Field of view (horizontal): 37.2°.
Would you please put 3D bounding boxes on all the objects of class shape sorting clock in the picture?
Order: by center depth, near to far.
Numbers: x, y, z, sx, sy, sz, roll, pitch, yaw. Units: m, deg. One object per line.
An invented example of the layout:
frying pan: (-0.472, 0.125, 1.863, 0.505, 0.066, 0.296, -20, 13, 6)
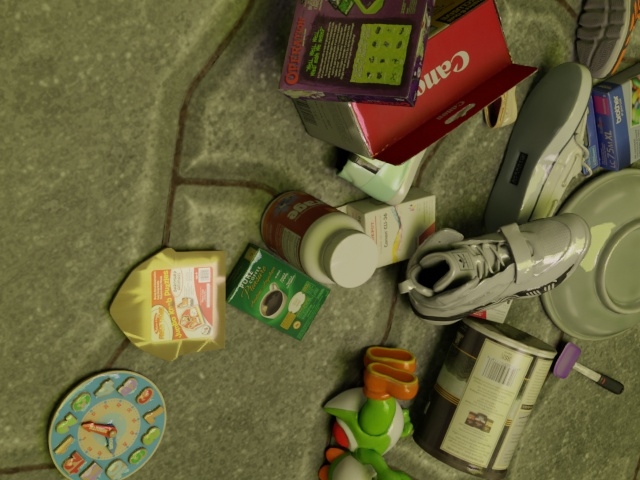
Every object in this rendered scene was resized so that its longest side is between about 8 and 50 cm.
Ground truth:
shape sorting clock: (-0.351, 0.314, 1.581, 0.206, 0.040, 0.206, -12, 114, -28)

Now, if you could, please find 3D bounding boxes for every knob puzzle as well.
knob puzzle: (-0.253, 0.104, 1.570, 0.213, 0.030, 0.213, -5, 103, -24)

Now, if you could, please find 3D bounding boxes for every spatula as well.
spatula: (0.626, 0.310, 2.201, 0.296, 0.030, 0.084, 28, 92, -36)

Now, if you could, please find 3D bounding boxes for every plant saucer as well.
plant saucer: (0.661, 0.046, 2.064, 0.400, 0.100, 0.400, -9, 112, -24)

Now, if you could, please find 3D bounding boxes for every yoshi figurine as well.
yoshi figurine: (0.131, 0.403, 1.829, 0.203, 0.203, 0.362, -2, 111, -39)

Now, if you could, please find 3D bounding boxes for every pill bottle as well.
pill bottle: (0.000, 0.000, 1.578, 0.121, 0.216, 0.121, -12, 113, -29)

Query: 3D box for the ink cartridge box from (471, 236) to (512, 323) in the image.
ink cartridge box: (0.341, 0.080, 1.916, 0.109, 0.063, 0.150, 16, 99, -35)

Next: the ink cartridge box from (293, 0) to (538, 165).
ink cartridge box: (0.144, -0.273, 1.535, 0.309, 0.272, 0.130, -36, 122, -17)

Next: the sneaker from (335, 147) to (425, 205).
sneaker: (0.115, -0.204, 1.656, 0.151, 0.094, 0.256, 23, 85, -22)

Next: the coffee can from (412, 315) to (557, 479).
coffee can: (0.329, 0.309, 1.907, 0.201, 0.201, 0.275, 17, 97, -35)

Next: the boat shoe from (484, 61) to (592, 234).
boat shoe: (0.463, -0.160, 1.862, 0.156, 0.136, 0.367, 11, 104, -34)

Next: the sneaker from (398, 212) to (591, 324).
sneaker: (0.312, 0.041, 1.727, 0.366, 0.137, 0.210, -25, 159, 13)

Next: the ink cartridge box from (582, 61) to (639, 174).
ink cartridge box: (0.669, -0.271, 1.998, 0.311, 0.065, 0.186, -27, 119, -20)

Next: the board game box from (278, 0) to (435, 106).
board game box: (0.070, -0.373, 1.404, 0.056, 0.208, 0.347, 32, 68, -69)

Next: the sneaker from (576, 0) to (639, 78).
sneaker: (0.619, -0.466, 1.853, 0.180, 0.124, 0.321, 3, 106, -32)

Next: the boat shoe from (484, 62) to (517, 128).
boat shoe: (0.327, -0.285, 1.774, 0.059, 0.063, 0.170, -31, 122, -26)

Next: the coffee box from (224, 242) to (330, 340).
coffee box: (-0.079, 0.092, 1.671, 0.184, 0.040, 0.113, 30, 90, -37)

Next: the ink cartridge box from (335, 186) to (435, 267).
ink cartridge box: (0.112, -0.018, 1.734, 0.198, 0.067, 0.115, -16, 116, -27)
